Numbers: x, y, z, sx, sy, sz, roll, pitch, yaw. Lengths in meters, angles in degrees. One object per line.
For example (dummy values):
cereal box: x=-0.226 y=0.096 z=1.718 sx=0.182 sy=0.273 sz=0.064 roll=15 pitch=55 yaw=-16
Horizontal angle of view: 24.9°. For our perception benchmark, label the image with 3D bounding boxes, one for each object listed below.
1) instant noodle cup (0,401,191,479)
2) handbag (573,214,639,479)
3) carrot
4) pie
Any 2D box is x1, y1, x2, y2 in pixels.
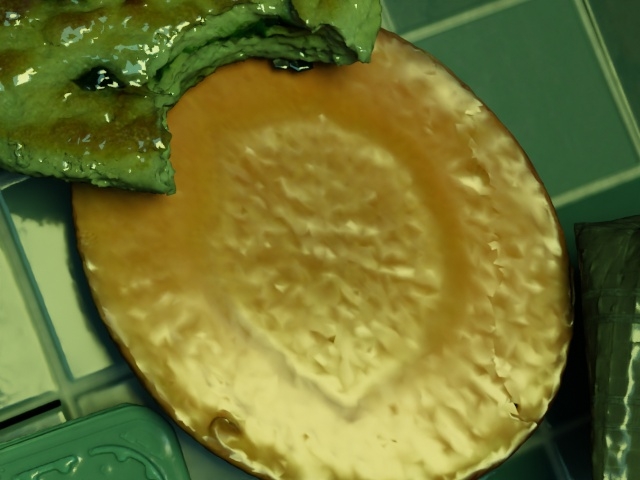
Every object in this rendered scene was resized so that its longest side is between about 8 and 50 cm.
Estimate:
instant noodle cup: x=-0.133 y=0.187 z=0.751 sx=0.157 sy=0.070 sz=0.179 roll=-16 pitch=88 yaw=-33
handbag: x=0.227 y=0.070 z=0.802 sx=0.270 sy=0.088 sz=0.175 roll=3 pitch=85 yaw=-45
carrot: x=0.000 y=0.000 z=0.797 sx=0.258 sy=0.100 sz=0.307 roll=-41 pitch=90 yaw=-16
pie: x=-0.108 y=-0.166 z=0.767 sx=0.302 sy=0.067 sz=0.303 roll=1 pitch=69 yaw=-3
